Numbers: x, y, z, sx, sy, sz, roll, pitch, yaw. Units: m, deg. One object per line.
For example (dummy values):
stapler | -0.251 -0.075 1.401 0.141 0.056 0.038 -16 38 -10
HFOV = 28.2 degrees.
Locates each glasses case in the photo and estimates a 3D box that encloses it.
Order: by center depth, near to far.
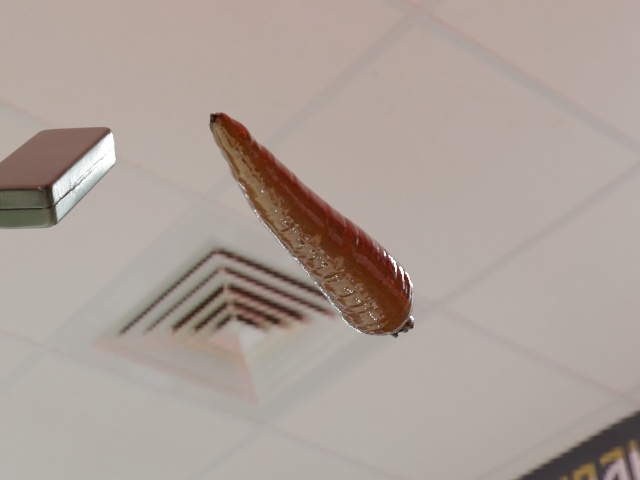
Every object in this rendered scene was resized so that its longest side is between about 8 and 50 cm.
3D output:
glasses case | -0.251 -0.060 1.173 0.078 0.184 0.039 -1 -69 10

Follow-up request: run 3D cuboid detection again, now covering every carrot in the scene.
carrot | 0.000 0.000 1.012 0.069 0.069 0.336 -20 -37 20
